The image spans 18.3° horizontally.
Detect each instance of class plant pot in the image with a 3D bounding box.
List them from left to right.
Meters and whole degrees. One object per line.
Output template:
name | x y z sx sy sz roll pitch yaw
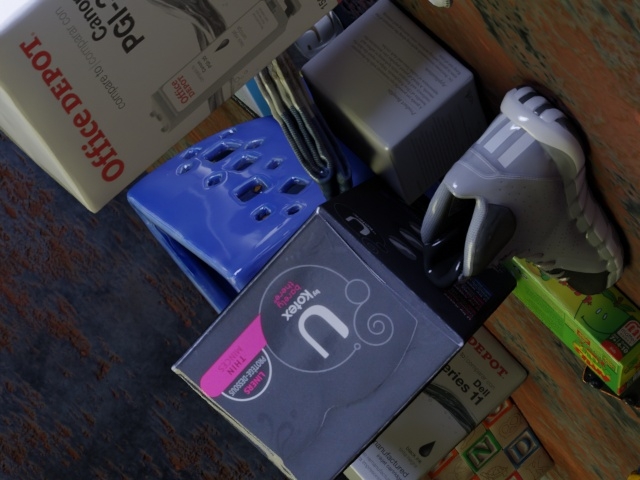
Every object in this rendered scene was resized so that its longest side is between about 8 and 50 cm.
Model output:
plant pot | 0.000 0.000 1.805 0.236 0.212 0.236 53 170 -35

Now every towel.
towel | -0.054 -0.156 1.525 0.285 0.034 0.209 61 180 4

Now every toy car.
toy car | 0.246 0.149 1.655 0.060 0.122 0.040 9 -171 15

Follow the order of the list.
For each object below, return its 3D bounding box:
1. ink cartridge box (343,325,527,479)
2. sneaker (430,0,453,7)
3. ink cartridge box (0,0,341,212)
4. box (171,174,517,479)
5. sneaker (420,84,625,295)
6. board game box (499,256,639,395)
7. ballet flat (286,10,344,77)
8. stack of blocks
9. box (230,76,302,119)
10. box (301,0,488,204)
ink cartridge box | 0.093 0.161 2.096 0.153 0.208 0.087 46 168 7
sneaker | 0.028 -0.197 1.002 0.210 0.137 0.366 48 169 15
ink cartridge box | -0.104 -0.181 1.248 0.117 0.283 0.207 43 171 31
box | 0.027 0.060 1.479 0.143 0.165 0.270 43 -165 4
sneaker | 0.131 -0.003 1.399 0.086 0.132 0.228 41 169 37
board game box | 0.190 0.036 1.589 0.181 0.043 0.092 45 172 18
ballet flat | -0.020 -0.187 1.599 0.168 0.057 0.052 52 161 -28
stack of blocks | 0.109 0.293 2.302 0.087 0.297 0.171 39 169 49
box | -0.088 -0.205 1.826 0.100 0.060 0.244 42 170 35
box | 0.057 -0.102 1.473 0.101 0.087 0.102 44 171 26
